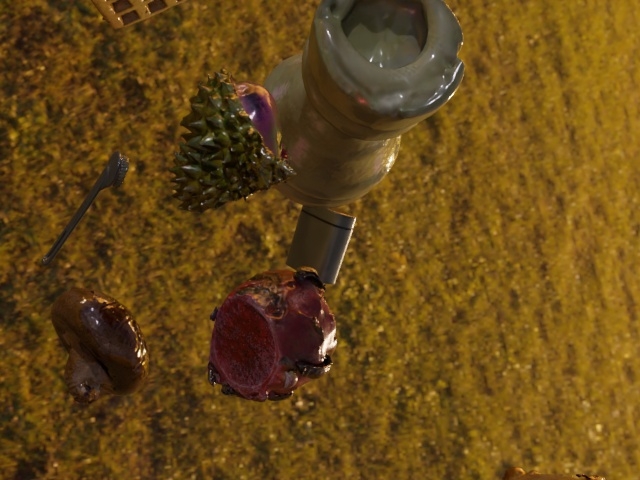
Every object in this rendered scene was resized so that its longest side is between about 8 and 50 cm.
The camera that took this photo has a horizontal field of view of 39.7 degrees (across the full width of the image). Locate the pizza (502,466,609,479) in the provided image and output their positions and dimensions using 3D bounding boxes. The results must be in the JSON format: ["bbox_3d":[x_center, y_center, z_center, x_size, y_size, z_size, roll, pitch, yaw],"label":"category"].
[{"bbox_3d":[0.169,0.194,0.531,0.085,0.161,0.305,-55,167,-22],"label":"pizza"}]

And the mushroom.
[{"bbox_3d":[-0.218,0.102,0.881,0.126,0.085,0.109,95,-23,-55],"label":"mushroom"}]

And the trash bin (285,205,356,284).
[{"bbox_3d":[0.000,0.000,1.612,0.059,0.116,0.130,10,101,-39],"label":"trash bin"}]

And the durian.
[{"bbox_3d":[-0.093,-0.096,0.802,0.187,0.119,0.108,-103,173,-76],"label":"durian"}]

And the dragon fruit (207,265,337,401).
[{"bbox_3d":[-0.088,0.173,1.447,0.211,0.282,0.147,35,26,19],"label":"dragon fruit"}]

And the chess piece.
[{"bbox_3d":[0.042,-0.191,1.194,0.442,0.234,0.234,147,-69,-75],"label":"chess piece"}]

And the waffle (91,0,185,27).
[{"bbox_3d":[-0.283,-0.459,1.546,0.221,0.248,0.055,76,-10,-88],"label":"waffle"}]

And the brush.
[{"bbox_3d":[-0.391,-0.046,1.468,0.027,0.266,0.062,23,34,-33],"label":"brush"}]
